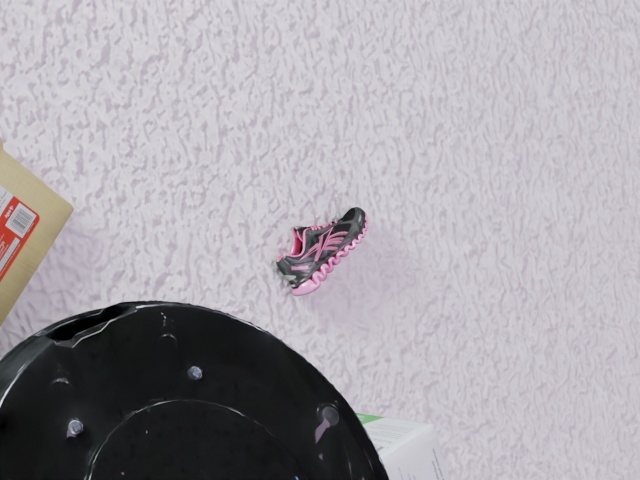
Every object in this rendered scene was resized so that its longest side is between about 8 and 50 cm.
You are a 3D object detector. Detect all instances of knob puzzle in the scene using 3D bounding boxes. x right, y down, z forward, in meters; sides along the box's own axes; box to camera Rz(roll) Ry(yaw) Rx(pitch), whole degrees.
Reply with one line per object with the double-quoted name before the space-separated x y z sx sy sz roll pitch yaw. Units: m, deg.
"knob puzzle" -0.331 -0.013 1.322 0.213 0.030 0.213 0 90 -36

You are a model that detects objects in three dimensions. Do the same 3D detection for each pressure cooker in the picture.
"pressure cooker" -0.177 0.278 1.202 0.370 0.420 0.375 53 48 0

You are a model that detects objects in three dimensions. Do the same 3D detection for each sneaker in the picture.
"sneaker" 0.000 0.000 1.555 0.057 0.047 0.119 49 62 -12

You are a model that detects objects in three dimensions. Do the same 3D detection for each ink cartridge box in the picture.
"ink cartridge box" -0.002 0.253 1.478 0.212 0.154 0.093 -26 106 -34
